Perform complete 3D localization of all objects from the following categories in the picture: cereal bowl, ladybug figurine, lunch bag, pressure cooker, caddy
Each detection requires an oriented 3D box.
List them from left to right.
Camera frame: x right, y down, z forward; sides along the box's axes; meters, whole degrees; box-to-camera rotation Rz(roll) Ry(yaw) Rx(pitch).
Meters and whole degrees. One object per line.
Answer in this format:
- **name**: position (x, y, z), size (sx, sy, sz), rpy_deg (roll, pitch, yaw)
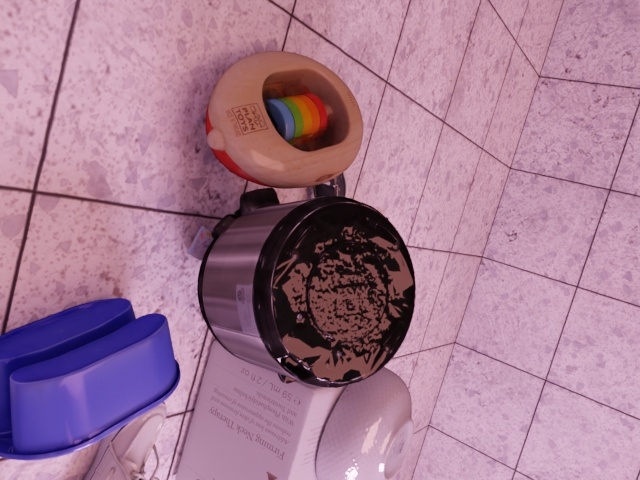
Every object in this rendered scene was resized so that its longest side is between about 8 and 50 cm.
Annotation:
- **caddy**: position (-0.412, 0.242, 0.958), size (0.341, 0.241, 0.179), rpy_deg (-23, 118, -48)
- **lunch bag**: position (-0.261, 0.009, 1.225), size (0.071, 0.053, 0.083), rpy_deg (-66, 158, -6)
- **ladybug figurine**: position (-0.084, -0.250, 1.197), size (0.449, 0.161, 0.305), rpy_deg (-22, 88, -48)
- **pressure cooker**: position (-0.059, 0.094, 1.161), size (0.375, 0.420, 0.370), rpy_deg (34, 69, -27)
- **cereal bowl**: position (0.139, 0.497, 1.385), size (0.339, 0.141, 0.339), rpy_deg (-33, 132, -46)

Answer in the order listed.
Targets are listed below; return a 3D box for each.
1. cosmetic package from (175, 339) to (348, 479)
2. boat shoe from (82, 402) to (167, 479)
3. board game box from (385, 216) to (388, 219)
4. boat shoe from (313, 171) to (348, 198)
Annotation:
- **cosmetic package**: position (-0.112, 0.489, 1.439), size (0.327, 0.329, 0.394), rpy_deg (10, 98, -58)
- **boat shoe**: position (-0.420, 0.520, 1.163), size (0.367, 0.156, 0.136), rpy_deg (-57, 145, -19)
- **board game box**: position (0.160, 0.054, 1.890), size (0.145, 0.027, 0.282), rpy_deg (-5, 110, -56)
- **boat shoe**: position (0.013, -0.200, 1.474), size (0.091, 0.114, 0.303), rpy_deg (-10, 103, -54)
